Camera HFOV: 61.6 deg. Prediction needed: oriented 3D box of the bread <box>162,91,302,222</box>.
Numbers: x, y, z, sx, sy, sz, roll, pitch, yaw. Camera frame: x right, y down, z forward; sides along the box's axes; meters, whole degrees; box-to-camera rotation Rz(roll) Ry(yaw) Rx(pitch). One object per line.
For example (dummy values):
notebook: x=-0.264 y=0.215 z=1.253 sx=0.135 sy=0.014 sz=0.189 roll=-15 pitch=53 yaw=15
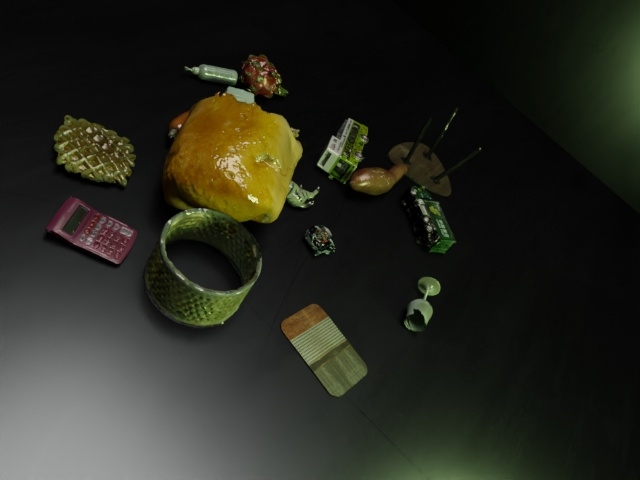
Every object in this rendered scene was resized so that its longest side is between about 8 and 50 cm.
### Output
bread: x=-0.248 y=-0.223 z=1.507 sx=0.360 sy=0.250 sz=0.394 roll=13 pitch=44 yaw=-1

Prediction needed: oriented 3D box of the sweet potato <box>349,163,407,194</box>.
sweet potato: x=0.233 y=-0.230 z=2.009 sx=0.385 sy=0.109 sz=0.109 roll=-17 pitch=64 yaw=-50

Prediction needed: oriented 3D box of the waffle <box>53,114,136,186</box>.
waffle: x=-0.613 y=-0.244 z=1.464 sx=0.214 sy=0.054 sz=0.208 roll=17 pitch=42 yaw=-30

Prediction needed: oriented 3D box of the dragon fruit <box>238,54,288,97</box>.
dragon fruit: x=-0.211 y=-0.608 z=2.029 sx=0.236 sy=0.135 sz=0.137 roll=8 pitch=47 yaw=-58

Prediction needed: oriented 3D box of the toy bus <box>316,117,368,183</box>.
toy bus: x=0.091 y=-0.345 z=2.009 sx=0.139 sy=0.113 sz=0.302 roll=30 pitch=39 yaw=-9

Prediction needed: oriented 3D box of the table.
table: x=0.498 y=-0.374 z=2.206 sx=0.317 sy=0.249 sz=0.317 roll=19 pitch=45 yaw=-20

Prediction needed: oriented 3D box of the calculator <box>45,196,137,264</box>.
calculator: x=-0.558 y=-0.020 z=1.320 sx=0.190 sy=0.034 sz=0.127 roll=30 pitch=41 yaw=-17

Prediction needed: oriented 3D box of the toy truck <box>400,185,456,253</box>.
toy truck: x=0.392 y=-0.082 z=1.995 sx=0.121 sy=0.088 sz=0.259 roll=5 pitch=52 yaw=-30

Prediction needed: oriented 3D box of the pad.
pad: x=0.074 y=0.253 z=1.495 sx=0.323 sy=0.055 sz=0.250 roll=-32 pitch=74 yaw=-29

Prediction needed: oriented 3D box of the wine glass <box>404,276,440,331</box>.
wine glass: x=0.322 y=0.201 z=1.697 sx=0.079 sy=0.079 sz=0.195 roll=36 pitch=40 yaw=-2

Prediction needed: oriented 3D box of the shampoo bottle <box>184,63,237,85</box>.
shampoo bottle: x=-0.398 y=-0.603 z=1.935 sx=0.195 sy=0.056 sz=0.056 roll=1 pitch=53 yaw=-34

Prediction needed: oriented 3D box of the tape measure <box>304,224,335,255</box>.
tape measure: x=0.000 y=-0.002 z=1.674 sx=0.091 sy=0.054 sz=0.094 roll=-5 pitch=63 yaw=-39

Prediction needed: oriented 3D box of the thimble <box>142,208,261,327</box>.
thimble: x=-0.290 y=0.061 z=1.342 sx=0.270 sy=0.150 sz=0.271 roll=19 pitch=45 yaw=-20

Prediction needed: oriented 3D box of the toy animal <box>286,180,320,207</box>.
toy animal: x=-0.119 y=-0.166 z=1.730 sx=0.216 sy=0.073 sz=0.176 roll=34 pitch=48 yaw=-12

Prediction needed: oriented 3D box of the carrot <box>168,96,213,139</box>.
carrot: x=-0.412 y=-0.400 z=1.749 sx=0.069 sy=0.069 sz=0.336 roll=33 pitch=35 yaw=-6

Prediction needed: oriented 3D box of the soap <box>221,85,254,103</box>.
soap: x=-0.284 y=-0.443 z=1.865 sx=0.114 sy=0.063 sz=0.198 roll=10 pitch=48 yaw=-26
